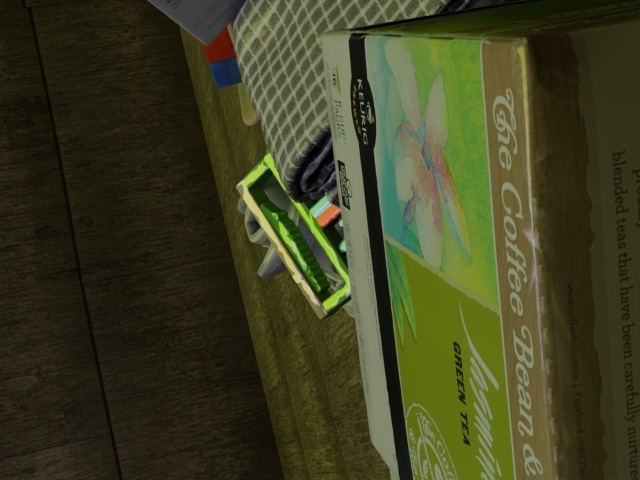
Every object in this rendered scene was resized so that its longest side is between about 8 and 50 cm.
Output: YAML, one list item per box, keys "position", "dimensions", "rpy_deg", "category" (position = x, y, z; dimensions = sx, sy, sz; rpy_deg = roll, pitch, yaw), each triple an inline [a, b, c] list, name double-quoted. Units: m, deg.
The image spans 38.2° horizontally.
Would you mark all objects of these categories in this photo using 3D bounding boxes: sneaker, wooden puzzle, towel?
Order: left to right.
- position: [-0.153, -0.382, 1.295]
  dimensions: [0.348, 0.080, 0.322]
  rpy_deg: [80, 180, -48]
  category: "wooden puzzle"
- position: [0.000, 0.000, 1.259]
  dimensions: [0.366, 0.210, 0.137]
  rpy_deg: [97, 158, -55]
  category: "sneaker"
- position: [0.035, -0.203, 0.874]
  dimensions: [0.284, 0.121, 0.235]
  rpy_deg: [-48, 46, 33]
  category: "towel"

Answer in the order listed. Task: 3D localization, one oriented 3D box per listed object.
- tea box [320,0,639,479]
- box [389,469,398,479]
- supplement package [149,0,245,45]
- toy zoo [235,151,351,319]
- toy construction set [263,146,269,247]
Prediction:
- position: [0.159, 0.020, 0.568]
  dimensions: [0.323, 0.219, 0.329]
  rpy_deg: [-143, 43, -70]
  category: "tea box"
- position: [0.143, 0.271, 1.149]
  dimensions: [0.130, 0.091, 0.171]
  rpy_deg: [-154, 53, -74]
  category: "box"
- position: [-0.103, -0.377, 0.943]
  dimensions: [0.204, 0.262, 0.145]
  rpy_deg: [57, -166, 30]
  category: "supplement package"
- position: [0.050, -0.069, 1.003]
  dimensions: [0.293, 0.030, 0.192]
  rpy_deg: [-40, 77, 32]
  category: "toy zoo"
- position: [-0.018, -0.151, 1.320]
  dimensions: [0.328, 0.151, 0.215]
  rpy_deg: [120, 169, -54]
  category: "toy construction set"
